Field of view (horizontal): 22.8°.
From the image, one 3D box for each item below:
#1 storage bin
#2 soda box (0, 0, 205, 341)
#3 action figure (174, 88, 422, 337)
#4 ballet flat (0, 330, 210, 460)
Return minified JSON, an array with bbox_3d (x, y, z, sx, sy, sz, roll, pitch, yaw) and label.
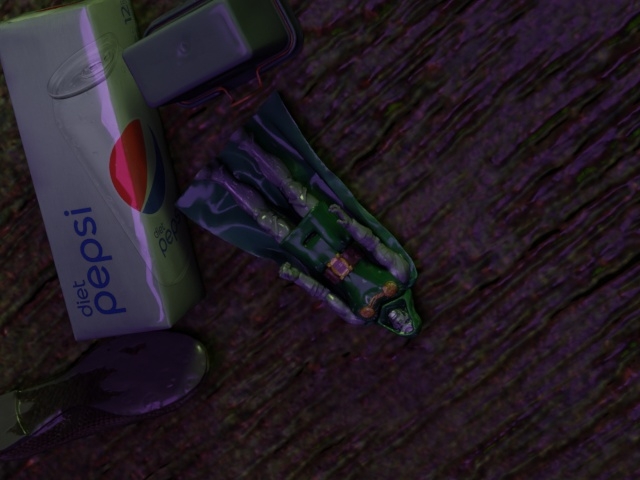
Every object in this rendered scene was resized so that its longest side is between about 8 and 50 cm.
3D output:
[{"bbox_3d":[-0.094,-0.156,1.323,0.135,0.091,0.098,-24,97,23],"label":"storage bin"},{"bbox_3d":[-0.189,-0.063,1.379,0.098,0.091,0.286,-8,103,19],"label":"soda box"},{"bbox_3d":[0.000,0.000,1.357,0.232,0.063,0.137,42,110,-1],"label":"action figure"},{"bbox_3d":[-0.208,0.148,1.470,0.250,0.058,0.084,-22,62,17],"label":"ballet flat"}]
